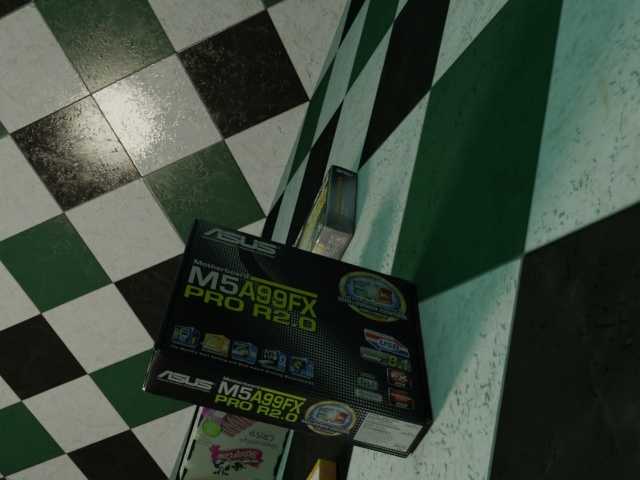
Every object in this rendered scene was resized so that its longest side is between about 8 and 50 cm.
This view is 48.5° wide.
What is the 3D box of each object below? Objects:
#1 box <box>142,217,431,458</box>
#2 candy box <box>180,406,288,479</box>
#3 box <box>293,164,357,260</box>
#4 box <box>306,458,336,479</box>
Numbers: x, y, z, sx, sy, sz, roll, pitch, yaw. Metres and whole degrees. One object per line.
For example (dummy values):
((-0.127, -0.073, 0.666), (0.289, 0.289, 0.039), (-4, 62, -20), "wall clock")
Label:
((-0.027, 0.094, 0.743), (0.216, 0.269, 0.060), (-86, 16, -55), "box")
((-0.139, 0.326, 1.252), (0.071, 0.159, 0.234), (172, 115, -80), "candy box")
((0.000, 0.000, 1.357), (0.183, 0.056, 0.231), (-83, 14, -47), "box")
((-0.006, 0.351, 0.877), (0.136, 0.028, 0.081), (-90, 21, -53), "box")
